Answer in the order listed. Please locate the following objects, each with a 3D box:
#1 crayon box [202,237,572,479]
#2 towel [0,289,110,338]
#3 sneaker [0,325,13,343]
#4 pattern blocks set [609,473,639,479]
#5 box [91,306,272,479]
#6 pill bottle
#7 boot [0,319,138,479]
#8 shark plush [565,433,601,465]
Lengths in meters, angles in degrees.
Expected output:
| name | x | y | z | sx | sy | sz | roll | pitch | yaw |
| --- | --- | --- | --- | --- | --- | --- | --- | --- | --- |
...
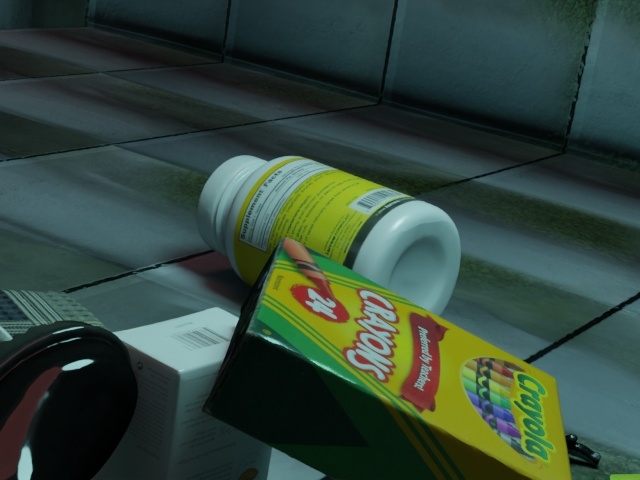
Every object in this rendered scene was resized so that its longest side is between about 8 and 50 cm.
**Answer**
| name | x | y | z | sx | sy | sz | roll | pitch | yaw |
| --- | --- | --- | --- | --- | --- | --- | --- | --- | --- |
| crayon box | 0.081 | 0.132 | 0.990 | 0.318 | 0.081 | 0.202 | 28 | 20 | -5 |
| towel | -0.360 | 0.121 | 1.311 | 0.312 | 0.056 | 0.324 | 2 | 16 | -32 |
| sneaker | -0.391 | 0.082 | 1.170 | 0.235 | 0.090 | 0.095 | 13 | -1 | -2 |
| pattern blocks set | 0.354 | 0.285 | 1.151 | 0.324 | 0.026 | 0.285 | 0 | 19 | -26 |
| box | -0.113 | 0.159 | 1.074 | 0.091 | 0.171 | 0.130 | 23 | 21 | 37 |
| pill bottle | 0.000 | 0.000 | 1.630 | 0.334 | 0.188 | 0.188 | 23 | 22 | 40 |
| boot | -0.176 | 0.208 | 0.852 | 0.260 | 0.131 | 0.348 | 15 | 44 | 32 |
| shark plush | 0.221 | 0.194 | 1.345 | 0.161 | 0.073 | 0.067 | 8 | -14 | 14 |
